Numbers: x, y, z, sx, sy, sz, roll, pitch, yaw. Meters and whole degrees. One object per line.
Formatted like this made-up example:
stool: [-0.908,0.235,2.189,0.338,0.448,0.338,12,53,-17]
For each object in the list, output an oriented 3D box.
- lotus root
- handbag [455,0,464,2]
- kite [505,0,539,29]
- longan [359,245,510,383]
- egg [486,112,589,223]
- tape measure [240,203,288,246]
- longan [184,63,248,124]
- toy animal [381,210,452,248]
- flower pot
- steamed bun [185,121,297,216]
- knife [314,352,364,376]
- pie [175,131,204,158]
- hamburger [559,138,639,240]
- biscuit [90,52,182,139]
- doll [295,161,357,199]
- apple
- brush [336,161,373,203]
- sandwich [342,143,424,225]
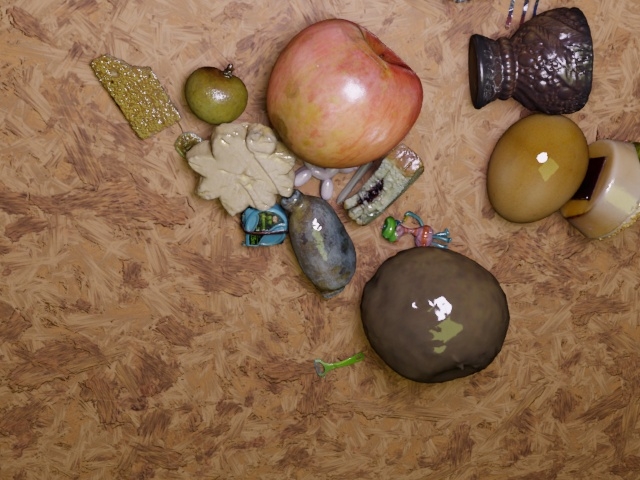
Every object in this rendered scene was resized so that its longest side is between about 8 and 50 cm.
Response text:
lotus root: [0.002,-0.001,1.750,0.175,0.175,0.349,-22,115,3]
handbag: [0.416,-0.770,1.470,0.303,0.122,0.329,-11,115,4]
kite: [0.544,-0.673,1.592,0.141,0.015,0.245,4,113,-6]
longan: [0.335,0.222,1.770,0.436,0.404,0.404,28,109,-14]
egg: [0.590,-0.195,1.691,0.250,0.250,0.322,17,119,-14]
tape measure: [-0.158,-0.047,1.762,0.146,0.081,0.125,0,118,-7]
longan: [-0.261,-0.377,1.557,0.155,0.145,0.176,-9,139,-41]
toy animal: [0.287,-0.030,1.824,0.208,0.100,0.103,13,91,-3]
flower pot: [0.525,-0.445,1.573,0.267,0.266,0.266,-5,116,9]
steamed bun: [-0.210,-0.205,1.640,0.292,0.137,0.295,7,134,-8]
knife: [0.066,0.409,2.034,0.166,0.022,0.078,-14,121,1]
pie: [-0.354,-0.256,1.674,0.084,0.020,0.084,-2,115,-5]
hamburger: [0.813,-0.143,1.725,0.170,0.302,0.302,22,111,-8]
biscuit: [-0.477,-0.388,1.595,0.131,0.026,0.237,-28,114,5]
doll: [0.016,-0.201,1.724,0.161,0.059,0.160,22,112,-15]
apple: [0.049,-0.345,1.504,0.364,0.364,0.363,-3,115,-6]
brush: [0.133,-0.222,1.745,0.042,0.039,0.299,34,110,-16]
sandwich: [0.169,-0.142,1.650,0.254,0.288,0.099,-40,87,9]
